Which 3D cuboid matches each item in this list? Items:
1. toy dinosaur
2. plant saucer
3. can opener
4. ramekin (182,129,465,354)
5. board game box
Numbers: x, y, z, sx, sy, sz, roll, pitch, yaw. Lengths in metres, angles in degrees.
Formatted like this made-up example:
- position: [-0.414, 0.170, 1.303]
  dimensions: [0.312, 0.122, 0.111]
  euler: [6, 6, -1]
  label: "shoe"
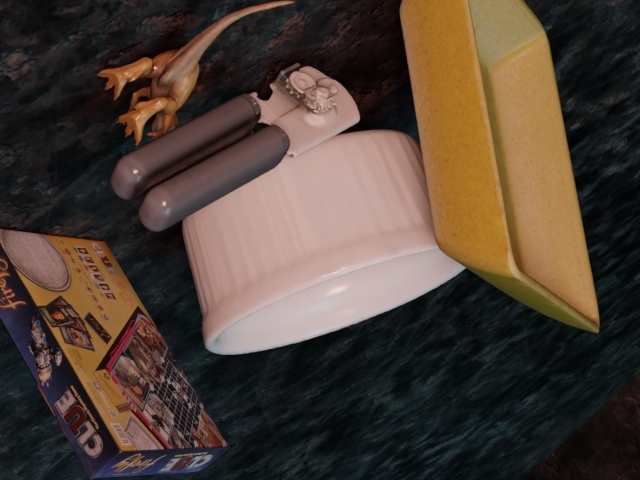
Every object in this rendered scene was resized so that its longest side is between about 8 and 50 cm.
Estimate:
- position: [-0.120, -0.140, 1.406]
  dimensions: [0.112, 0.064, 0.211]
  euler: [-33, 171, -37]
  label: "toy dinosaur"
- position: [0.162, -0.088, 1.596]
  dimensions: [0.081, 0.332, 0.333]
  euler: [-14, 163, 19]
  label: "plant saucer"
- position: [-0.069, -0.078, 1.478]
  dimensions: [0.280, 0.074, 0.093]
  euler: [-32, 163, -46]
  label: "can opener"
- position: [0.000, 0.000, 1.655]
  dimensions: [0.277, 0.135, 0.277]
  euler: [-19, 168, -4]
  label: "ramekin"
- position: [-0.198, 0.100, 1.519]
  dimensions: [0.042, 0.243, 0.165]
  euler: [-43, 156, 21]
  label: "board game box"
